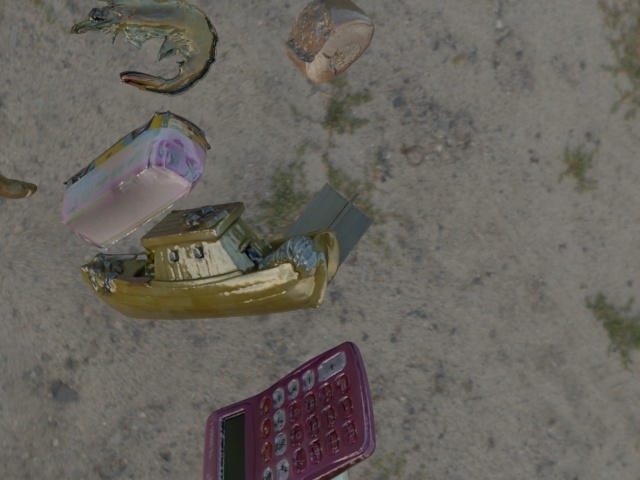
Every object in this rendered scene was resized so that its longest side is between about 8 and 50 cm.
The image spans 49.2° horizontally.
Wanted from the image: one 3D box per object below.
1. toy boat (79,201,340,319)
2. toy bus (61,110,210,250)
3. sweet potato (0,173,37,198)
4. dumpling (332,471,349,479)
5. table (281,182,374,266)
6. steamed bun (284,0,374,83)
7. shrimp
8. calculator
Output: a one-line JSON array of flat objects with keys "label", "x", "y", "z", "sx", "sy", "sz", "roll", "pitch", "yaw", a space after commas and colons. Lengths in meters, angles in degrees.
[{"label": "toy boat", "x": -0.132, "y": 0.023, "z": 0.773, "sx": 0.089, "sy": 0.321, "sz": 0.121, "roll": -56, "pitch": 135, "yaw": -53}, {"label": "toy bus", "x": -0.425, "y": -0.128, "z": 1.618, "sx": 0.171, "sy": 0.386, "sz": 0.162, "roll": 34, "pitch": 39, "yaw": -40}, {"label": "sweet potato", "x": -0.688, "y": -0.097, "z": 1.316, "sx": 0.346, "sy": 0.079, "sz": 0.108, "roll": -32, "pitch": 116, "yaw": -58}, {"label": "dumpling", "x": -0.031, "y": 0.583, "z": 1.677, "sx": 0.193, "sy": 0.147, "sz": 0.258, "roll": 14, "pitch": 72, "yaw": 15}, {"label": "table", "x": 0.000, "y": 0.000, "z": 1.487, "sx": 0.167, "sy": 0.167, "sz": 0.227, "roll": 44, "pitch": 72, "yaw": -18}, {"label": "steamed bun", "x": 0.009, "y": -0.417, "z": 1.423, "sx": 0.175, "sy": 0.145, "sz": 0.106, "roll": -44, "pitch": 145, "yaw": 14}, {"label": "shrimp", "x": -0.292, "y": -0.330, "z": 1.199, "sx": 0.253, "sy": 0.058, "sz": 0.173, "roll": -15, "pitch": 117, "yaw": -29}, {"label": "calculator", "x": -0.033, "y": 0.177, "z": 0.624, "sx": 0.190, "sy": 0.127, "sz": 0.034, "roll": -32, "pitch": 124, "yaw": 18}]
